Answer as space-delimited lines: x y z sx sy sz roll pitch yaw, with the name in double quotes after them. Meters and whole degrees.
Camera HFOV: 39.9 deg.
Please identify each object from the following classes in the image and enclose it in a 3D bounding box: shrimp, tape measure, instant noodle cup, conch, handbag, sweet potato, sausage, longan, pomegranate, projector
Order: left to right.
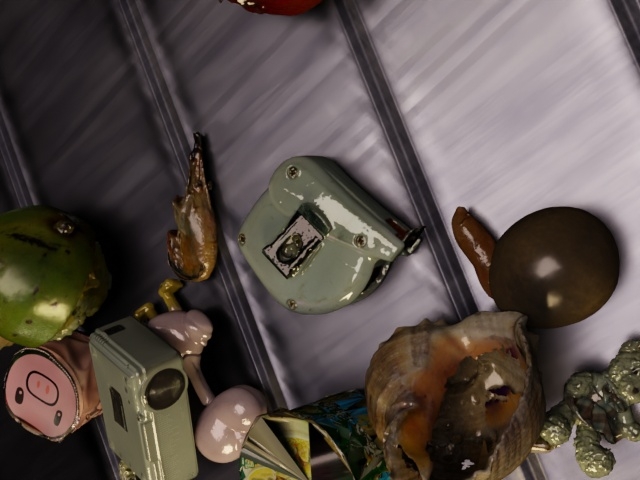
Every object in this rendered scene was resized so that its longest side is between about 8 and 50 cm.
-0.533 0.083 1.601 0.340 0.260 0.260 -44 75 16 "pomegranate"
-0.497 0.271 1.669 0.205 0.116 0.179 22 104 22 "handbag"
-0.306 0.283 1.515 0.192 0.099 0.257 24 126 46 "projector"
-0.241 -0.056 1.552 0.117 0.066 0.262 -7 89 26 "shrimp"
0.001 -0.001 1.406 0.243 0.125 0.246 43 109 17 "tape measure"
0.013 0.349 1.383 0.240 0.178 0.240 9 105 35 "instant noodle cup"
0.207 0.246 1.234 0.297 0.210 0.352 -41 33 29 "conch"
0.236 0.302 1.367 0.269 0.033 0.033 1 94 26 "sausage"
0.252 0.036 1.332 0.056 0.056 0.195 -25 89 25 "sweet potato"
0.325 0.040 1.239 0.167 0.167 0.187 54 130 12 "longan"

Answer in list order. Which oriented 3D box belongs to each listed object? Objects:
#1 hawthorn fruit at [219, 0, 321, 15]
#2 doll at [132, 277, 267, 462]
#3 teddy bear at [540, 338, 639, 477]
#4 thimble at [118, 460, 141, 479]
-0.078 -0.500 1.336 0.265 0.265 0.307 16 96 24 "hawthorn fruit"
-0.205 0.242 1.540 0.160 0.094 0.365 -44 74 22 "doll"
0.408 0.226 1.252 0.213 0.111 0.133 -45 96 -3 "teddy bear"
-0.318 0.435 1.626 0.084 0.062 0.110 -38 77 26 "thimble"
